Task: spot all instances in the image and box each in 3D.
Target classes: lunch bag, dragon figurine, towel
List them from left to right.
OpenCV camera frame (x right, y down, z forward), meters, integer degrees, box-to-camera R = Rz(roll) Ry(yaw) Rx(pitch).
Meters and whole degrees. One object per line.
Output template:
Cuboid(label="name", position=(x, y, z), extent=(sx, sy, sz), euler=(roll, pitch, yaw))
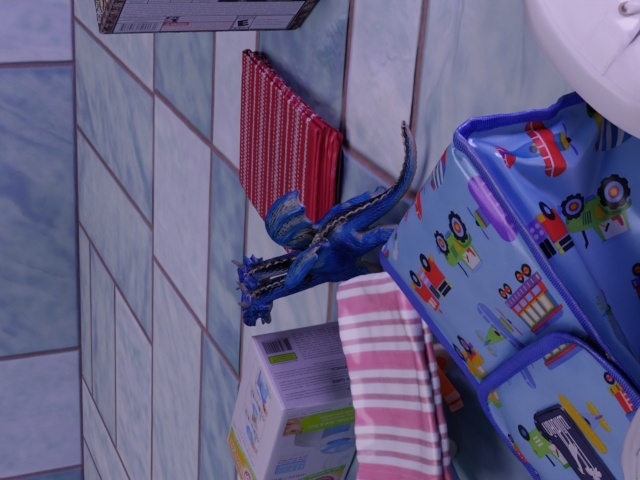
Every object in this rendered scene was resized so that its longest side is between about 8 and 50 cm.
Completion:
Cuboid(label="towel", position=(-0.043, -0.093, 1.328), extent=(0.275, 0.031, 0.199), euler=(-128, 36, -54))
Cuboid(label="dragon figurine", position=(0.000, 0.000, 1.102), extent=(0.289, 0.144, 0.085), euler=(122, 136, -56))
Cuboid(label="towel", position=(0.060, 0.126, 1.001), extent=(0.144, 0.029, 0.197), euler=(-18, 80, 64))
Cuboid(label="lunch bag", position=(0.178, 0.076, 0.741), extent=(0.293, 0.138, 0.221), euler=(65, 162, 16))

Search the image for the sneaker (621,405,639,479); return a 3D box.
Cuboid(label="sneaker", position=(0.218, 0.071, 0.554), extent=(0.115, 0.090, 0.232), euler=(111, 176, -67))

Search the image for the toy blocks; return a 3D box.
Cuboid(label="toy blocks", position=(0.099, 0.153, 1.025), extent=(0.148, 0.054, 0.123), euler=(61, 146, 40))

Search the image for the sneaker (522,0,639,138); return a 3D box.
Cuboid(label="sneaker", position=(0.180, -0.197, 0.674), extent=(0.123, 0.105, 0.290), euler=(118, 141, -57))

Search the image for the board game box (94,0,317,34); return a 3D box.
Cuboid(label="board game box", position=(-0.095, -0.336, 1.129), extent=(0.291, 0.232, 0.141), euler=(141, 120, -63))

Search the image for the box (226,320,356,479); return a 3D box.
Cuboid(label="box", position=(-0.026, 0.199, 1.251), extent=(0.203, 0.114, 0.103), euler=(107, 147, -43))
